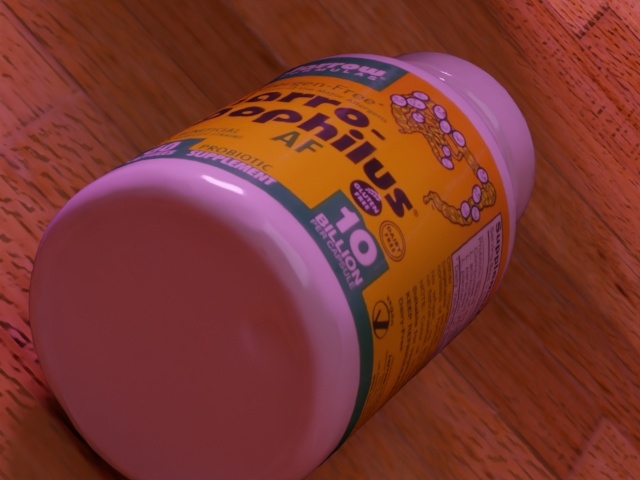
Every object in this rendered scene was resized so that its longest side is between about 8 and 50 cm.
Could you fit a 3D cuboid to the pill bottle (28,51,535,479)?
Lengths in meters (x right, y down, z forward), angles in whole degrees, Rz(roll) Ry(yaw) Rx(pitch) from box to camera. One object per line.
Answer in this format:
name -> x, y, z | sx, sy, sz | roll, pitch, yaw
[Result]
pill bottle -> 0.000, 0.000, 0.685 | 0.117, 0.117, 0.208 | 50, 34, 3
